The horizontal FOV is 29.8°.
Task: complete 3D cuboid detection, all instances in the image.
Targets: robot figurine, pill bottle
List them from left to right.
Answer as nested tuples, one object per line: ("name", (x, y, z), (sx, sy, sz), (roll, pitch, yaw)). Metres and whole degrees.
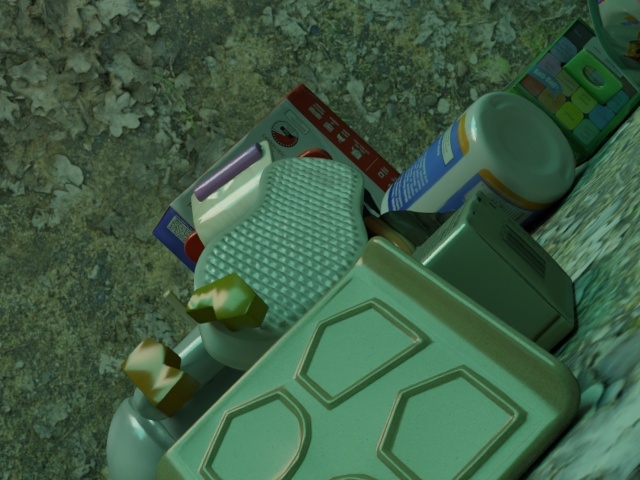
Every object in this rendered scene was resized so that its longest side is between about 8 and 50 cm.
("robot figurine", (-0.080, 0.180, 1.255), (0.353, 0.200, 0.300), (-46, -39, -4))
("pill bottle", (0.169, -0.044, 1.468), (0.272, 0.152, 0.152), (-45, 1, 44))

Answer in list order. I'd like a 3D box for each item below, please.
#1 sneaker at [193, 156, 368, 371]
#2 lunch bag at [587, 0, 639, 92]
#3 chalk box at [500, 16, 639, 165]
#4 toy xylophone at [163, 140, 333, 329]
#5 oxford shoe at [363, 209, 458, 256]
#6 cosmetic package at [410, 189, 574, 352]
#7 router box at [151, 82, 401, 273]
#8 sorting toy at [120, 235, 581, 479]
("sneaker", (-0.020, 0.049, 1.051), (0.366, 0.135, 0.150), (-61, -25, -65))
("lunch bag", (0.399, -0.309, 1.300), (0.160, 0.262, 0.223), (18, 56, 41))
("chalk box", (0.311, -0.177, 1.518), (0.132, 0.132, 0.213), (-46, -1, -13))
("toy xylophone", (-0.037, 0.052, 1.383), (0.236, 0.323, 0.081), (-28, 23, 13))
("oxford shoe", (0.126, 0.011, 1.213), (0.132, 0.130, 0.363), (-24, 1, 5))
("cosmetic package", (0.049, 0.114, 0.942), (0.309, 0.113, 0.160), (-47, -1, 17))
("router box", (0.000, 0.000, 1.594), (0.301, 0.335, 0.082), (-48, 1, -37))
("sorting toy", (-0.004, 0.107, 0.776), (0.229, 0.041, 0.307), (-48, 41, -5))
